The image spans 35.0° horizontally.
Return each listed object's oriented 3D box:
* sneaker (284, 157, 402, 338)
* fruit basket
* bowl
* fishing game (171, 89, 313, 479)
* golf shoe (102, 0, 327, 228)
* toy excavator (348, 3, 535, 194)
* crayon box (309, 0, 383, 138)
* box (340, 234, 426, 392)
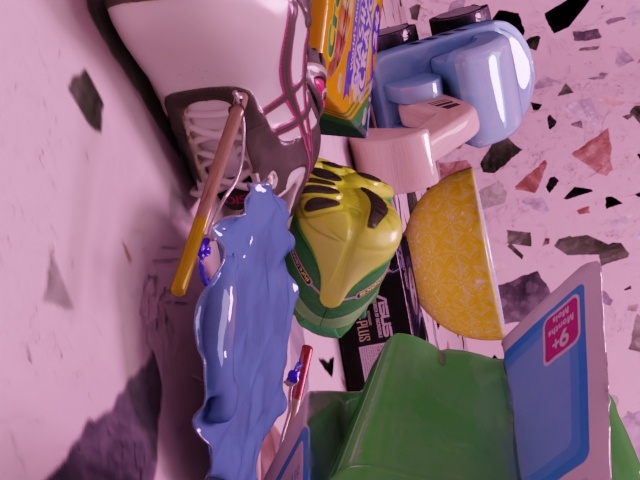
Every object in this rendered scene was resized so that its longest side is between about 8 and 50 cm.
[{"bbox_3d":[0.000,0.000,0.849,0.295,0.109,0.124,-81,-170,-78],"label":"sneaker"},{"bbox_3d":[0.023,0.225,0.395,0.327,0.165,0.353,114,-3,-47],"label":"fruit basket"},{"bbox_3d":[0.204,0.034,1.676,0.289,0.156,0.290,-11,90,-80],"label":"bowl"},{"bbox_3d":[-0.049,0.060,0.597,0.264,0.041,0.189,77,21,-53],"label":"fishing game"},{"bbox_3d":[-0.049,-0.083,0.618,0.273,0.105,0.120,40,49,-72],"label":"golf shoe"},{"bbox_3d":[0.189,-0.213,1.578,0.445,0.432,0.222,-149,-137,-66],"label":"toy excavator"},{"bbox_3d":[-0.009,-0.213,0.865,0.323,0.083,0.203,14,83,-78],"label":"crayon box"},{"bbox_3d":[0.067,0.085,1.112,0.147,0.077,0.180,21,58,-78],"label":"box"}]
